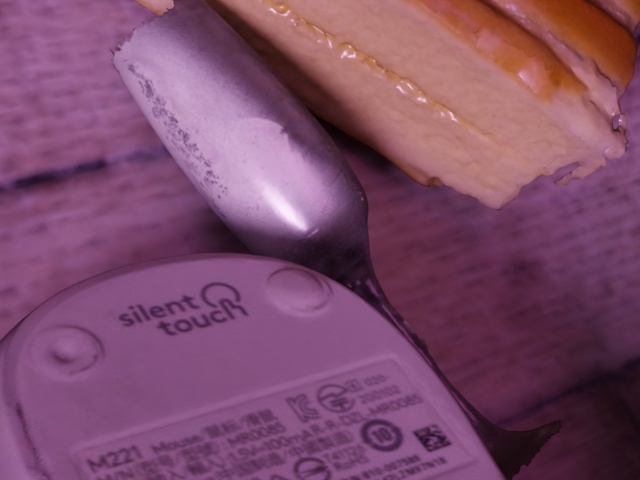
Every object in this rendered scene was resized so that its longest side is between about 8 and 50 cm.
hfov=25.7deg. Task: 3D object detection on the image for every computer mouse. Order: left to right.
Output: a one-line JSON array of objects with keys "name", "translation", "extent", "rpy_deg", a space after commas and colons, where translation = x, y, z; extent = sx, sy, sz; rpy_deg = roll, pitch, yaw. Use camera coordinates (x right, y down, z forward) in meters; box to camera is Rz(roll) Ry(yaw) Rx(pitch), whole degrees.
[{"name": "computer mouse", "translation": [-0.004, 0.133, 0.483], "extent": [0.184, 0.121, 0.297], "rpy_deg": [-19, 48, -32]}]

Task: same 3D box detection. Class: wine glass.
[{"name": "wine glass", "translation": [0.000, 0.000, 0.611], "extent": [0.074, 0.074, 0.262], "rpy_deg": [-33, 82, -38]}]

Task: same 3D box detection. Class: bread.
[{"name": "bread", "translation": [0.054, -0.166, 0.703], "extent": [0.246, 0.111, 0.239], "rpy_deg": [33, 54, -12]}]
